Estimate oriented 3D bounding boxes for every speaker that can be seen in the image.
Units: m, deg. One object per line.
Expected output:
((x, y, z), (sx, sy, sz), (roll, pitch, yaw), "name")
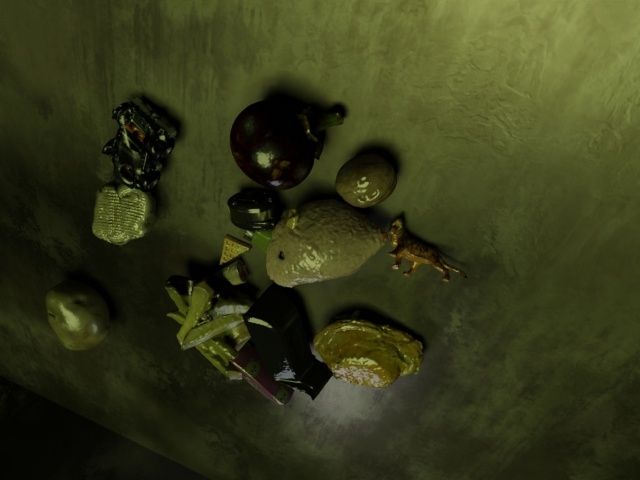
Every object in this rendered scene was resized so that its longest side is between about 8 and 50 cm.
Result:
((-0.102, 0.355, 2.022), (0.184, 0.180, 0.388), (13, 136, 34), "speaker")

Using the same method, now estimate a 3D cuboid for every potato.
((-1.008, 0.316, 2.448), (0.243, 0.221, 0.326), (-6, 117, 19), "potato")

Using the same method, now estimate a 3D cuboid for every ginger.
((-0.376, 0.310, 2.059), (0.358, 0.211, 0.413), (-12, 133, 30), "ginger")

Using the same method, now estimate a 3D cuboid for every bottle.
((-0.110, 0.019, 1.783), (0.260, 0.112, 0.112), (27, 136, 3), "bottle")

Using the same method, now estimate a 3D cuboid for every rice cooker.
((-0.196, -0.091, 1.730), (0.165, 0.112, 0.106), (2, 124, 25), "rice cooker")

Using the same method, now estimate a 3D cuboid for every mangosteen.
((-0.084, -0.261, 1.465), (0.289, 0.231, 0.231), (-35, 111, 12), "mangosteen")

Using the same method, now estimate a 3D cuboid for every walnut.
((0.116, -0.153, 1.496), (0.162, 0.140, 0.140), (-30, 112, 26), "walnut")

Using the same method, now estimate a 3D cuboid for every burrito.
((-0.330, 0.134, 2.041), (0.226, 0.060, 0.087), (-25, 110, 40), "burrito")

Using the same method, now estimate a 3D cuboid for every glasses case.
((-0.228, 0.520, 2.296), (0.316, 0.123, 0.076), (45, 134, -14), "glasses case")

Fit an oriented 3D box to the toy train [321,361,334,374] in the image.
((0.034, 0.477, 2.167), (0.093, 0.056, 0.038), (-13, 118, 32), "toy train")

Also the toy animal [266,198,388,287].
((0.007, -0.002, 1.631), (0.358, 0.188, 0.226), (-12, 86, 9), "toy animal")

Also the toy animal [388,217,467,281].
((0.289, 0.046, 1.628), (0.255, 0.116, 0.114), (26, 160, -4), "toy animal")

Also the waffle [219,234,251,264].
((-0.290, 0.052, 1.972), (0.097, 0.023, 0.152), (27, 135, 5), "waffle")

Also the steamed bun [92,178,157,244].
((-0.631, -0.097, 1.935), (0.211, 0.144, 0.218), (7, 102, 12), "steamed bun")

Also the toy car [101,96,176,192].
((-0.540, -0.275, 1.739), (0.193, 0.118, 0.301), (40, 137, 2), "toy car")

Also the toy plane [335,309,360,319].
((0.103, 0.267, 1.953), (0.102, 0.040, 0.111), (19, 141, -17), "toy plane")

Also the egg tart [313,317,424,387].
((0.144, 0.399, 1.956), (0.351, 0.153, 0.339), (27, 140, -12), "egg tart")
